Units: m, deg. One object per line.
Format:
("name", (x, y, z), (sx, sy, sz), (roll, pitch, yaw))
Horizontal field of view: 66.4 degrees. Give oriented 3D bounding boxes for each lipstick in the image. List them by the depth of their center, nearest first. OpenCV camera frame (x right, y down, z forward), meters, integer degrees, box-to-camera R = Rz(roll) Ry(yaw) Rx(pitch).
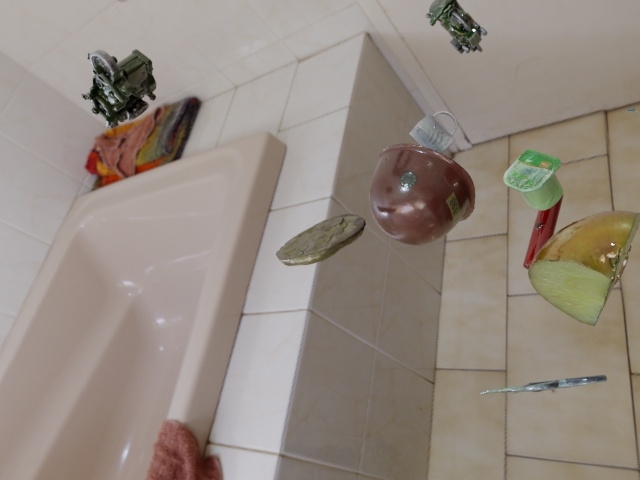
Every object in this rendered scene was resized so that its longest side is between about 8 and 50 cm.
("lipstick", (0.757, -0.034, 1.659), (0.073, 0.073, 0.279), (10, 78, 44))

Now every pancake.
("pancake", (0.000, 0.000, 1.470), (0.295, 0.049, 0.294), (-22, 17, 7))

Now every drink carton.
("drink carton", (0.679, -0.176, 1.536), (0.144, 0.142, 0.146), (-48, 38, 1))

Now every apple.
("apple", (0.600, 0.059, 1.092), (0.254, 0.346, 0.179), (-18, 56, 15))

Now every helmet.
("helmet", (0.294, -0.102, 1.564), (0.338, 0.384, 0.230), (17, 62, 33))

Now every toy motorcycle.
("toy motorcycle", (-0.501, -0.401, 1.266), (0.205, 0.127, 0.275), (-50, 8, -30))
("toy motorcycle", (0.444, -0.697, 1.580), (0.125, 0.275, 0.187), (-44, 69, 21))

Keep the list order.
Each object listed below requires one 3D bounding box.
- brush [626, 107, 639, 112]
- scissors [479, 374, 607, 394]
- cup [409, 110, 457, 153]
("brush", (0.991, -0.410, 1.544), (0.017, 0.013, 0.083), (0, 18, 11))
("scissors", (0.632, 0.443, 1.473), (0.383, 0.256, 0.029), (129, 136, -62))
("cup", (0.396, -0.370, 1.679), (0.099, 0.133, 0.136), (-43, -1, -41))
